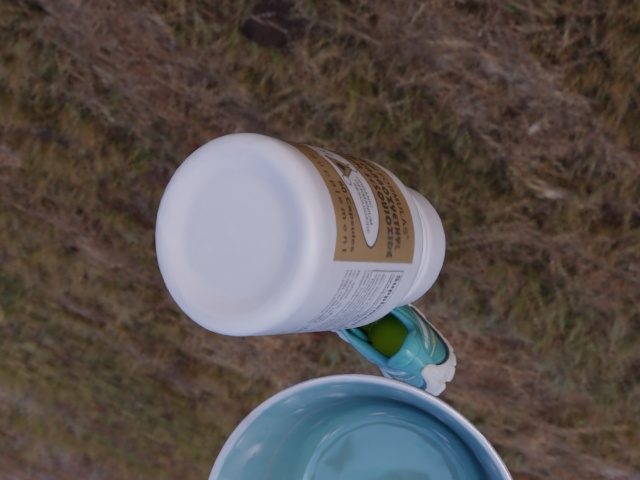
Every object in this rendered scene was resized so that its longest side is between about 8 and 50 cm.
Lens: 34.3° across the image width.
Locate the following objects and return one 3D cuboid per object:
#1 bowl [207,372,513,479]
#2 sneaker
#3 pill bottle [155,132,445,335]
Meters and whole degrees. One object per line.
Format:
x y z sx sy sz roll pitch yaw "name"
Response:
0.054 0.276 1.025 0.311 0.312 0.163 20 -174 13 "bowl"
0.052 0.077 1.227 0.275 0.107 0.110 38 180 43 "sneaker"
0.000 0.000 0.750 0.131 0.131 0.229 11 -177 30 "pill bottle"
